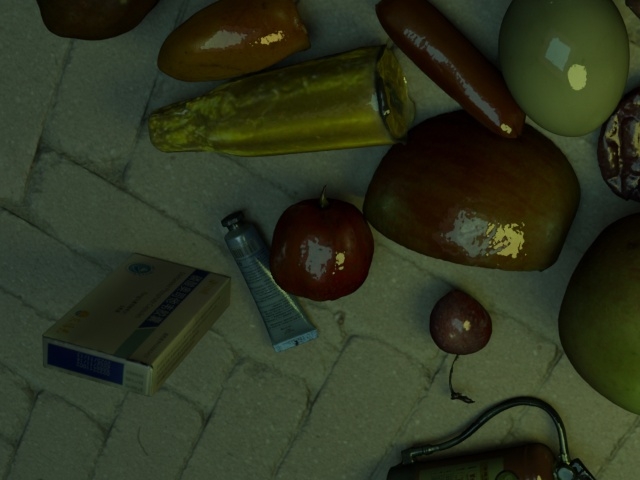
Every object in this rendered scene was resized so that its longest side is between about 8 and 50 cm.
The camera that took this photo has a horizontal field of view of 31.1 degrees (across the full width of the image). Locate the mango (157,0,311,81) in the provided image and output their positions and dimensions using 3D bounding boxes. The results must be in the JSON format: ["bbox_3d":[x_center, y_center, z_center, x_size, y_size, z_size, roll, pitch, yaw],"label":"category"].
[{"bbox_3d":[-0.146,-0.323,1.843,0.252,0.154,0.126,-17,98,10],"label":"mango"}]

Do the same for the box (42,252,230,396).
[{"bbox_3d":[-0.308,0.136,1.978,0.200,0.343,0.065,14,116,13],"label":"box"}]

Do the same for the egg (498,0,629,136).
[{"bbox_3d":[0.354,-0.267,1.668,0.186,0.186,0.241,-4,120,21],"label":"egg"}]

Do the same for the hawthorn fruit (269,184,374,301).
[{"bbox_3d":[0.000,0.000,1.911,0.179,0.179,0.200,3,115,18],"label":"hawthorn fruit"}]

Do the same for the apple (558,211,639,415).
[{"bbox_3d":[0.506,0.103,1.708,0.277,0.319,0.319,20,117,14],"label":"apple"}]

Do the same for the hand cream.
[{"bbox_3d":[-0.100,0.074,2.048,0.091,0.058,0.271,-23,107,14],"label":"hand cream"}]

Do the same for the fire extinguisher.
[{"bbox_3d":[0.296,0.397,2.014,0.376,0.113,0.200,-13,107,24],"label":"fire extinguisher"}]

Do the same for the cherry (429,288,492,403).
[{"bbox_3d":[0.247,0.181,1.957,0.107,0.090,0.225,-9,119,15],"label":"cherry"}]

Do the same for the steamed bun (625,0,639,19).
[{"bbox_3d":[0.533,-0.351,1.621,0.175,0.106,0.145,27,114,-9],"label":"steamed bun"}]

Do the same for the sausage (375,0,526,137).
[{"bbox_3d":[0.204,-0.272,1.756,0.300,0.089,0.083,44,109,6],"label":"sausage"}]

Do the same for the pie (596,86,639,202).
[{"bbox_3d":[0.533,-0.144,1.736,0.219,0.054,0.204,16,117,14],"label":"pie"}]

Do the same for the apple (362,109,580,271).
[{"bbox_3d":[0.233,-0.071,1.829,0.346,0.254,0.179,12,156,14],"label":"apple"}]

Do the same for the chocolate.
[{"bbox_3d":[-0.079,-0.211,1.858,0.445,0.162,0.162,-5,110,22],"label":"chocolate"}]

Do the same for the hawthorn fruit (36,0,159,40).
[{"bbox_3d":[-0.379,-0.423,1.862,0.248,0.208,0.208,-20,105,42],"label":"hawthorn fruit"}]
